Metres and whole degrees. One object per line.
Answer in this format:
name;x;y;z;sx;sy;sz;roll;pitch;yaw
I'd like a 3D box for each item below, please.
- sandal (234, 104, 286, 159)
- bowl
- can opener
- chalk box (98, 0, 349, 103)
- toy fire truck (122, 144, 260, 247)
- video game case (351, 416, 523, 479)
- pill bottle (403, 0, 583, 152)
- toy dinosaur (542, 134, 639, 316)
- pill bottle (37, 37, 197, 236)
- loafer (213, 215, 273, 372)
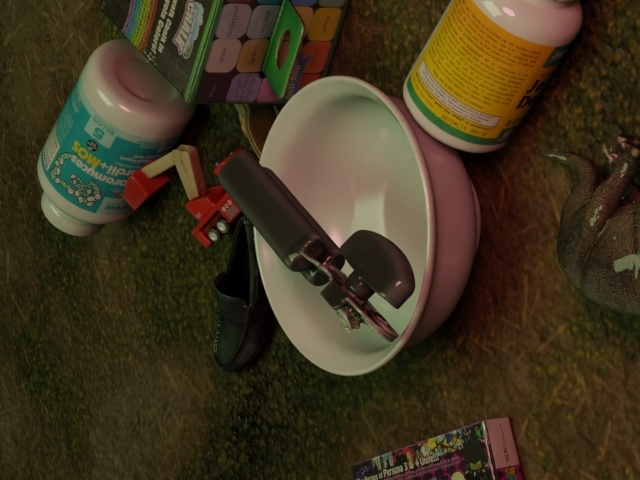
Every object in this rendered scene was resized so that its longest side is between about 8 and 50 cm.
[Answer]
sandal;-0.067;-0.140;1.948;0.180;0.072;0.049;59;152;34
bowl;0.066;-0.018;1.715;0.298;0.134;0.297;8;100;53
can opener;0.000;0.000;1.652;0.093;0.074;0.280;-48;49;2
chalk box;-0.087;-0.262;1.869;0.289;0.179;0.180;46;128;40
toy fire truck;-0.145;-0.067;2.026;0.135;0.047;0.192;48;137;2
video game case;0.131;0.306;1.734;0.232;0.042;0.210;-29;70;51
pill bottle;0.169;-0.191;1.571;0.117;0.118;0.208;59;136;32
toy dinosaur;0.262;0.001;1.461;0.313;0.121;0.160;35;107;42
pill bottle;-0.268;-0.120;2.156;0.264;0.146;0.146;-55;51;42
loafer;-0.093;0.058;1.987;0.076;0.078;0.223;47;129;42
